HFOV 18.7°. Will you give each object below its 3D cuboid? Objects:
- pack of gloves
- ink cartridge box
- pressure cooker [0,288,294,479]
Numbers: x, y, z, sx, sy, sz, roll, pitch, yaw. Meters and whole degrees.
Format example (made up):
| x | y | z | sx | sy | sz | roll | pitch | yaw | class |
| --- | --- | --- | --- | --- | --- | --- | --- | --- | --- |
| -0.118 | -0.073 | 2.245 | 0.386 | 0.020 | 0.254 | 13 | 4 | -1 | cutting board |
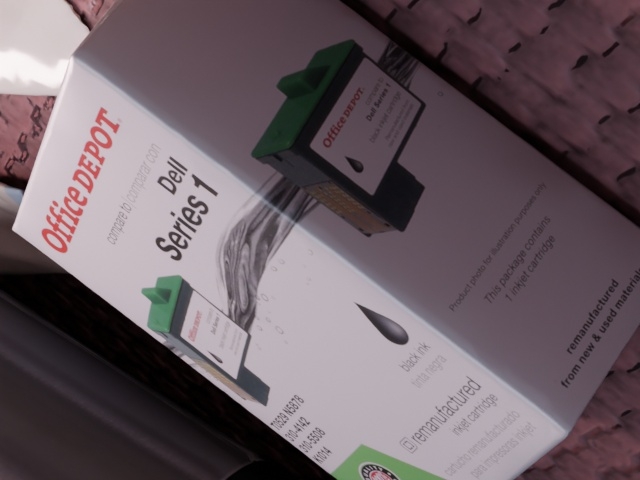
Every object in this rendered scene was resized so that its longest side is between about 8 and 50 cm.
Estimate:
| x | y | z | sx | sy | sz | roll | pitch | yaw | class |
| --- | --- | --- | --- | --- | --- | --- | --- | --- | --- |
| -0.160 | -0.040 | 0.922 | 0.232 | 0.046 | 0.195 | 0 | 134 | 49 | pack of gloves |
| 0.000 | 0.000 | 0.746 | 0.219 | 0.092 | 0.160 | 37 | 151 | 2 | ink cartridge box |
| -0.181 | 0.228 | 0.999 | 0.420 | 0.370 | 0.375 | 31 | 149 | 11 | pressure cooker |
